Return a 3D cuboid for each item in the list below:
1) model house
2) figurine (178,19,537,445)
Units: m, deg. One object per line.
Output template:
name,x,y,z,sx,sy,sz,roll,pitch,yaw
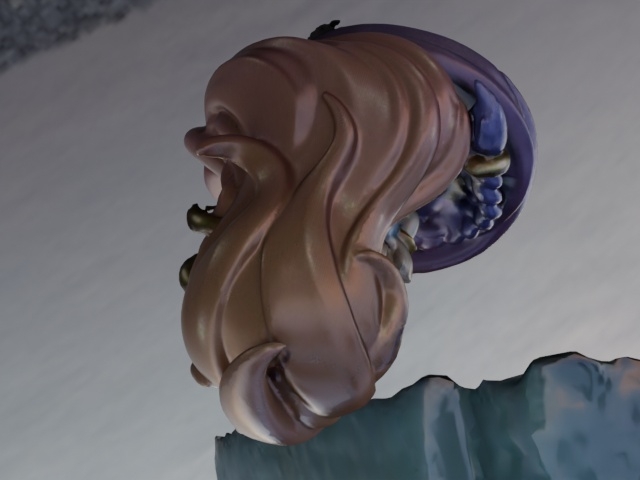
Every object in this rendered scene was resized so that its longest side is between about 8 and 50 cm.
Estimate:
model house,0.097,0.232,0.649,0.251,0.329,0.295,7,165,-26
figurine,-0.002,-0.010,0.506,0.126,0.114,0.157,-8,-154,39
